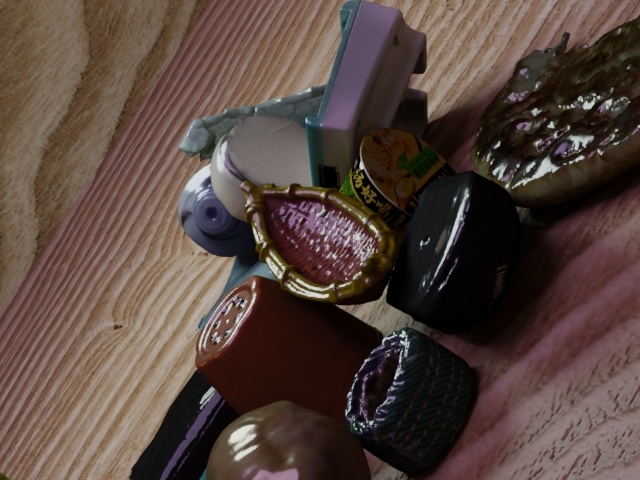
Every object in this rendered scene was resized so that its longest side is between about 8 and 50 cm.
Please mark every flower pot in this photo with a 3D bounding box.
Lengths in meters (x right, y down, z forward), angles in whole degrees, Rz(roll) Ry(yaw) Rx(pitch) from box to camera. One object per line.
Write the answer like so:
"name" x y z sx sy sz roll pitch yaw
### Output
"flower pot" -0.048 0.141 1.771 0.190 0.173 0.191 -47 22 25

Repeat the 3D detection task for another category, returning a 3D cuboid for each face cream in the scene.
"face cream" -0.101 -0.088 2.318 0.235 0.137 0.420 -49 0 21

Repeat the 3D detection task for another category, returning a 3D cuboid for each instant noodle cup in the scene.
"instant noodle cup" 0.085 -0.044 1.826 0.122 0.151 0.151 -52 17 35

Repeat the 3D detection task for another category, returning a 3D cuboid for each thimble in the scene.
"thimble" 0.089 0.164 1.535 0.118 0.090 0.135 -19 42 63

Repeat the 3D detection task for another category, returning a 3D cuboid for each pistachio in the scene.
"pistachio" -0.033 0.254 1.496 0.293 0.162 0.182 125 139 -72

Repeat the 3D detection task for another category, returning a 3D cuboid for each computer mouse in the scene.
"computer mouse" 0.153 0.017 1.599 0.269 0.100 0.170 -166 99 -83

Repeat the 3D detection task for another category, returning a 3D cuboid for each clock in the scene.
"clock" 0.065 -0.145 1.959 0.262 0.116 0.231 82 -160 -52

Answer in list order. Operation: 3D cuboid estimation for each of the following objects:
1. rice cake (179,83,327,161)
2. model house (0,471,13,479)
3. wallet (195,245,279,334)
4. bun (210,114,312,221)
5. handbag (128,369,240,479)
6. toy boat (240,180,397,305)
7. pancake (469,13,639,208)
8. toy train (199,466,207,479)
"rice cake" -0.048 -0.183 2.186 0.336 0.063 0.066 -19 -9 -25
"model house" -0.504 0.497 2.219 0.234 0.174 0.193 -44 22 18
"wallet" -0.064 0.006 2.209 0.251 0.054 0.290 -39 23 33
"bun" -0.072 -0.081 2.074 0.173 0.172 0.120 -76 5 -47
"handbag" -0.166 0.249 1.996 0.247 0.080 0.223 -56 19 -7
"toy boat" 0.004 0.005 1.736 0.141 0.099 0.318 -41 33 -9
"pancake" 0.296 -0.151 1.656 0.305 0.067 0.426 -54 17 -24
"toy train" -0.111 0.337 1.693 0.154 0.107 0.198 -36 25 59
